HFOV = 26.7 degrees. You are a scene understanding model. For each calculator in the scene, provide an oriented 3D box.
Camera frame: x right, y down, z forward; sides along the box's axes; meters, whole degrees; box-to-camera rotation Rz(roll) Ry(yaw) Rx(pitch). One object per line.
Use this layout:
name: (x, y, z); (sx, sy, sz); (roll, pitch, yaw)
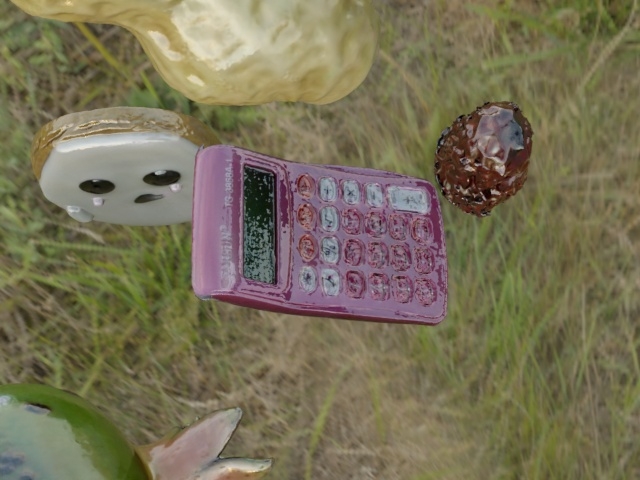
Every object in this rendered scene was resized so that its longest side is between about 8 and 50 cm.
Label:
calculator: (0.000, 0.000, 0.973); (0.190, 0.034, 0.127); (8, 58, -17)

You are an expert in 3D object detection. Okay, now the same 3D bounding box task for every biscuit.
biscuit: (-0.165, -0.058, 1.207); (0.181, 0.208, 0.049); (-11, 71, 16)

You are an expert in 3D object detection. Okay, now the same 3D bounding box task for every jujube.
jujube: (0.162, -0.086, 1.303); (0.104, 0.166, 0.104); (3, 69, -7)

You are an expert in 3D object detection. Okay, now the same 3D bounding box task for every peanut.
peanut: (-0.034, -0.066, 0.341); (0.113, 0.054, 0.054); (21, 71, -27)

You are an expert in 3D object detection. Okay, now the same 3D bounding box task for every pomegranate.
pomegranate: (-0.218, 0.231, 1.132); (0.290, 0.291, 0.323); (35, 79, 21)
